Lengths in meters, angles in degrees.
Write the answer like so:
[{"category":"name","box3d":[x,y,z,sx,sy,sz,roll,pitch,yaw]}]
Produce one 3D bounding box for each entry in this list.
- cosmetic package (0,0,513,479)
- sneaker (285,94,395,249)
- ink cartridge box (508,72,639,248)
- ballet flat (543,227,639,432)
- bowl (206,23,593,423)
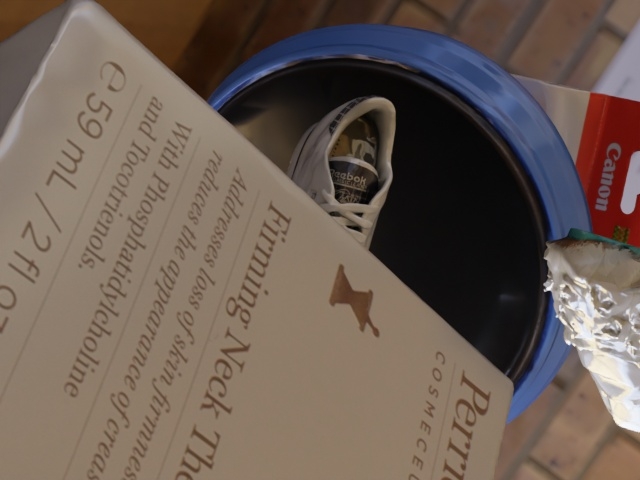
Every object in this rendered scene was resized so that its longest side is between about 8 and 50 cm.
[{"category":"cosmetic package","box3d":[-0.151,0.141,0.964,0.327,0.394,0.329,-23,-143,40]},{"category":"sneaker","box3d":[0.000,0.000,1.217,0.095,0.090,0.235,-28,-135,64]},{"category":"ink cartridge box","box3d":[0.203,-0.064,1.419,0.045,0.179,0.145,-3,106,-57]},{"category":"ballet flat","box3d":[0.282,0.091,1.231,0.409,0.147,0.147,17,109,-55]},{"category":"bowl","box3d":[0.037,0.010,1.398,0.391,0.391,0.077,-60,169,23]}]
